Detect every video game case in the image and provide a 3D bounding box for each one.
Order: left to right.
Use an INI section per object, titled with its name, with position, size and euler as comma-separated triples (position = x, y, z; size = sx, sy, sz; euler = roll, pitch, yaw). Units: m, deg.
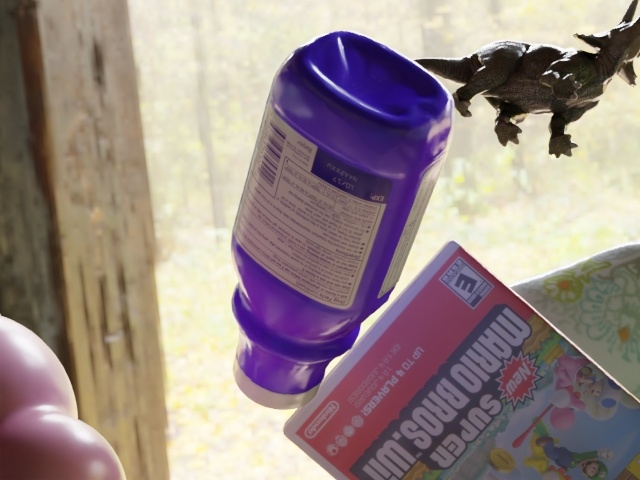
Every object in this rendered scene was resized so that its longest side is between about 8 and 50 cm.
[video game case]
position = 0.142, 0.166, 1.130
size = 0.204, 0.285, 0.025
euler = -49, 3, 4

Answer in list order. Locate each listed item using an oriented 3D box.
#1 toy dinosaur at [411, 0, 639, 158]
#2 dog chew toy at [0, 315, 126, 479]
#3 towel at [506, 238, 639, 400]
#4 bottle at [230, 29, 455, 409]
[toy dinosaur]
position = 0.234, -0.177, 1.621
size = 0.314, 0.121, 0.160
euler = -5, 30, 24
[dog chew toy]
position = -0.257, 0.122, 0.941
size = 0.332, 0.206, 0.207
euler = 33, 25, 28
[towel]
position = 0.283, 0.195, 1.434
size = 0.321, 0.374, 0.090
euler = -16, -28, -24
[bottle]
position = 0.000, 0.000, 0.968
size = 0.118, 0.282, 0.092
euler = 34, 44, 19
